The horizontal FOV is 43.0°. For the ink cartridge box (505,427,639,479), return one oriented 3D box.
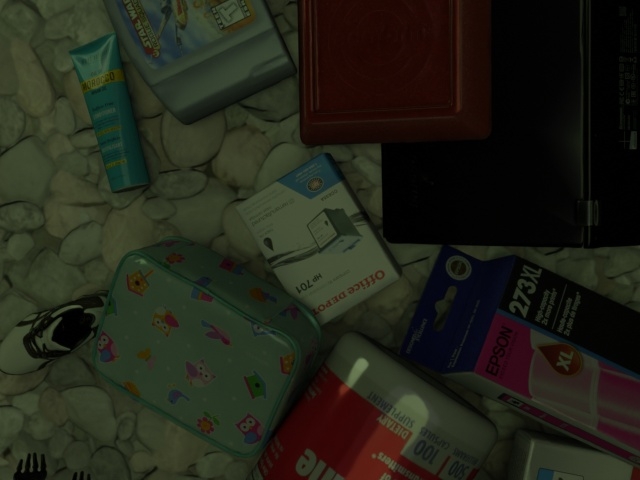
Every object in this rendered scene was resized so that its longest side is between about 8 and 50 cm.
[{"bbox_3d":[0.350,0.412,1.034,0.261,0.066,0.296,12,89,-6],"label":"ink cartridge box"}]

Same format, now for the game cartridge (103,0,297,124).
[{"bbox_3d":[-0.178,-0.315,1.070,0.198,0.062,0.297,-25,92,2],"label":"game cartridge"}]

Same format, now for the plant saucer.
[{"bbox_3d":[0.080,-0.252,1.014,0.259,0.048,0.259,1,94,24],"label":"plant saucer"}]

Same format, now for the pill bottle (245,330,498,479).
[{"bbox_3d":[0.017,0.335,0.991,0.229,0.229,0.407,33,89,2],"label":"pill bottle"}]

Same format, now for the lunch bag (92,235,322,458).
[{"bbox_3d":[-0.153,0.137,1.047,0.279,0.108,0.224,28,116,14],"label":"lunch bag"}]

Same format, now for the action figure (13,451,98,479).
[{"bbox_3d":[-0.359,0.414,1.104,0.164,0.141,0.275,15,122,-4],"label":"action figure"}]

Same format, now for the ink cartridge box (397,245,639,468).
[{"bbox_3d":[0.300,0.140,1.019,0.371,0.069,0.175,24,65,5],"label":"ink cartridge box"}]

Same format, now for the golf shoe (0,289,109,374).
[{"bbox_3d":[-0.369,0.128,1.101,0.198,0.094,0.077,-30,92,8],"label":"golf shoe"}]

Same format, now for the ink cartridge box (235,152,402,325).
[{"bbox_3d":[0.000,0.000,1.063,0.140,0.082,0.190,-32,90,7],"label":"ink cartridge box"}]

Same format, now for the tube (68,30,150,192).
[{"bbox_3d":[-0.280,-0.169,1.094,0.080,0.052,0.207,-15,90,17],"label":"tube"}]

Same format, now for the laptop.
[{"bbox_3d":[0.312,-0.189,1.052,0.408,0.236,0.381,-3,95,-23],"label":"laptop"}]
